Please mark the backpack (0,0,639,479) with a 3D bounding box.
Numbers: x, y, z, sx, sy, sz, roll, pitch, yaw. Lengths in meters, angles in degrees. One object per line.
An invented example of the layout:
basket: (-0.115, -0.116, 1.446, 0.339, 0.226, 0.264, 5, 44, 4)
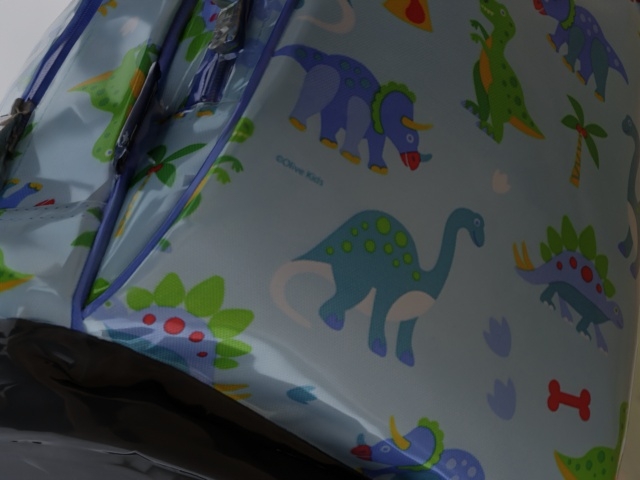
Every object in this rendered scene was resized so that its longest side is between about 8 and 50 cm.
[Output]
backpack: (0.000, 0.000, 0.642, 0.290, 0.273, 0.355, 38, -145, -23)
